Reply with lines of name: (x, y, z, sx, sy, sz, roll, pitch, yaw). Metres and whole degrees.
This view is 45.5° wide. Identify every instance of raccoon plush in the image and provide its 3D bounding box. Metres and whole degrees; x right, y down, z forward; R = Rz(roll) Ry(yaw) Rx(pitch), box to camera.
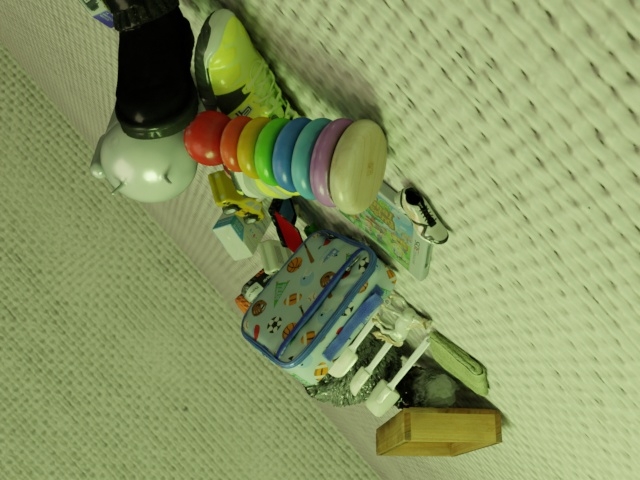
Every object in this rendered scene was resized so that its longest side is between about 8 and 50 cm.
raccoon plush: (0.101, 0.205, 1.767, 0.446, 0.216, 0.299, -5, 114, 33)

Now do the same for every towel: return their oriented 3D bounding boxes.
towel: (0.276, 0.250, 1.540, 0.148, 0.027, 0.110, 36, 160, 36)

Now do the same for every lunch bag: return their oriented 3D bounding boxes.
lunch bag: (-0.001, 0.120, 1.502, 0.115, 0.303, 0.243, 44, 170, -35)

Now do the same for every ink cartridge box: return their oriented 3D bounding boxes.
ink cartridge box: (-0.186, -0.049, 1.892, 0.061, 0.181, 0.104, -16, 121, 30)
ink cartridge box: (-0.483, -0.515, 1.631, 0.208, 0.045, 0.206, 51, -177, -10)

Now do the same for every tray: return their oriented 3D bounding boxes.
tray: (0.255, 0.443, 1.749, 0.411, 0.202, 0.076, 103, 168, -71)

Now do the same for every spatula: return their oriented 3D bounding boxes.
spatula: (0.132, 0.253, 1.655, 0.168, 0.242, 0.019, 43, -155, 18)

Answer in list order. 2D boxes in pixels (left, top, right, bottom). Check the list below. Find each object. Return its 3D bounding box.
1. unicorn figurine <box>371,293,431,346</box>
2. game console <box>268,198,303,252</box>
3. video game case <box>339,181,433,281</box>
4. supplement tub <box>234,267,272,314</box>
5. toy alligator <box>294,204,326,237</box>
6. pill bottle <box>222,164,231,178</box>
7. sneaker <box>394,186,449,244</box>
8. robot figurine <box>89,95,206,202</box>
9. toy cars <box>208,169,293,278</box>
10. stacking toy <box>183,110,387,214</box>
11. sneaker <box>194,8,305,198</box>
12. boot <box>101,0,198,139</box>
unicorn figurine: (0.167, 0.165, 1.566, 0.111, 0.060, 0.162, 35, 150, 13)
game console: (-0.054, -0.037, 1.654, 0.085, 0.124, 0.144, 9, 148, 17)
video game case: (0.109, -0.039, 1.326, 0.212, 0.023, 0.193, 42, 162, 21)
supplement tub: (-0.125, 0.126, 2.000, 0.117, 0.190, 0.117, 43, 162, 18)
toy alligator: (0.000, 0.000, 1.659, 0.051, 0.056, 0.190, -11, 118, 22)
pill bottle: (-0.171, -0.195, 1.582, 0.086, 0.086, 0.152, 42, 162, 22)
sneaker: (0.157, -0.038, 1.177, 0.109, 0.040, 0.044, 47, 162, 6)
robot figurine: (-0.354, -0.219, 1.634, 0.354, 0.299, 0.200, -90, -25, -48)
toy cars: (-0.121, -0.030, 1.809, 0.394, 0.087, 0.176, 56, -159, -26)
stacking toy: (-0.071, -0.142, 1.175, 0.330, 0.141, 0.141, 16, 149, 26)
sneaker: (-0.100, -0.227, 1.309, 0.147, 0.145, 0.385, 7, 143, 21)
boot: (-0.287, -0.348, 1.191, 0.260, 0.131, 0.348, 79, 180, -47)
